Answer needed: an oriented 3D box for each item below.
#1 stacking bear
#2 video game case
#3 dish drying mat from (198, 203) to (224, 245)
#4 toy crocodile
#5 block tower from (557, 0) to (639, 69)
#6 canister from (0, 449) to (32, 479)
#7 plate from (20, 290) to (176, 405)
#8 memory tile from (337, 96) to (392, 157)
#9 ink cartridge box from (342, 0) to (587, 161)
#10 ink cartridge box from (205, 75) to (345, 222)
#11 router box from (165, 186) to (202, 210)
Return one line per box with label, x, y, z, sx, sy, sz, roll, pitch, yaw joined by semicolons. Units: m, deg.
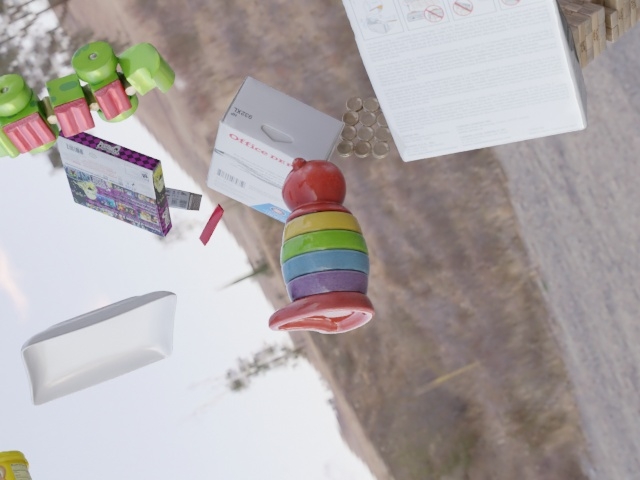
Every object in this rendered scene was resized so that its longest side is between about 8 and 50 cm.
stacking bear;0.000;0.000;1.821;0.175;0.164;0.289;6;-112;-37
video game case;-0.424;-0.120;2.180;0.210;0.232;0.042;89;-154;-51
dish drying mat;-0.215;-0.031;2.082;0.008;0.083;0.032;15;-158;-39
toy crocodile;-0.379;-0.197;1.560;0.115;0.340;0.105;71;175;-50
block tower;0.460;-0.383;1.795;0.097;0.335;0.091;33;153;41
canister;-0.516;0.458;1.777;0.073;0.126;0.170;3;-148;-36
plate;-0.397;0.186;1.889;0.045;0.278;0.277;62;159;22
memory tile;0.096;-0.232;2.164;0.012;0.113;0.148;66;-149;-58
ink cartridge box;0.218;-0.312;1.611;0.091;0.308;0.385;-75;-31;-46
ink cartridge box;-0.099;-0.176;2.185;0.223;0.129;0.307;26;157;-1
router box;-0.381;-0.106;2.493;0.133;0.178;0.046;0;-79;-85
